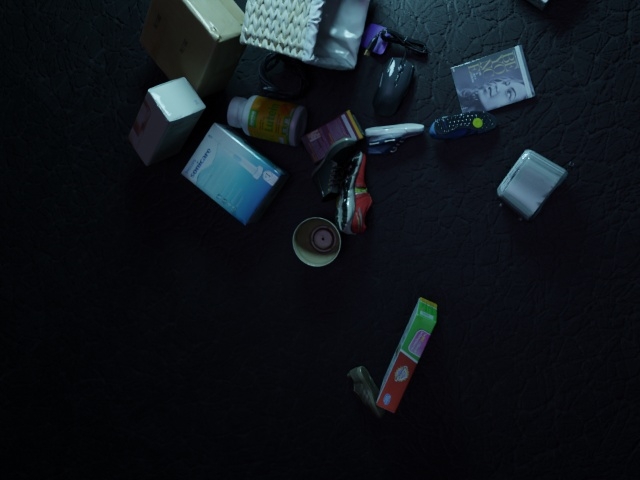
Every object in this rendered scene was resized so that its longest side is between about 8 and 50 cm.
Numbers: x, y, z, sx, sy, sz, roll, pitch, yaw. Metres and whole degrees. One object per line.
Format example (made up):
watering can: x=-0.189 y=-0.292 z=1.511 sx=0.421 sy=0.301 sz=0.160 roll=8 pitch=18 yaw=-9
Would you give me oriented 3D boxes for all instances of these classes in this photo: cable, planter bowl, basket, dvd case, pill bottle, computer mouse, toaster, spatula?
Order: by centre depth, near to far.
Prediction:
basket: x=-0.033 y=-0.708 z=1.748 sx=0.267 sy=0.328 sz=0.331 roll=21 pitch=110 yaw=21
toaster: x=0.641 y=-0.175 z=1.771 sx=0.146 sy=0.129 sz=0.227 roll=36 pitch=104 yaw=10
dvd case: x=0.536 y=-0.493 z=1.818 sx=0.221 sy=0.018 sz=0.164 roll=-15 pitch=92 yaw=15
computer mouse: x=0.212 y=-0.537 z=1.849 sx=0.184 sy=0.060 sz=0.262 roll=25 pitch=101 yaw=-7
spatula: x=0.090 y=-0.699 z=1.899 sx=0.296 sy=0.030 sz=0.084 roll=28 pitch=101 yaw=10
cable: x=-0.119 y=-0.546 z=1.941 sx=0.185 sy=0.047 sz=0.150 roll=12 pitch=115 yaw=23
pill bottle: x=-0.178 y=-0.404 z=1.941 sx=0.246 sy=0.136 sz=0.136 roll=15 pitch=99 yaw=12
planter bowl: x=0.000 y=0.000 z=1.956 sx=0.162 sy=0.109 sz=0.162 roll=2 pitch=96 yaw=14

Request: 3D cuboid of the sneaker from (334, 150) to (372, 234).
sneaker: x=0.119 y=-0.155 z=1.925 sx=0.118 sy=0.107 sz=0.278 roll=12 pitch=82 yaw=-30

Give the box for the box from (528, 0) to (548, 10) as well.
box: x=0.636 y=-0.792 z=1.723 sx=0.170 sy=0.091 sz=0.130 roll=40 pitch=104 yaw=6

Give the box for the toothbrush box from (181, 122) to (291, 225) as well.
toothbrush box: x=-0.288 y=-0.227 z=1.993 sx=0.295 sy=0.126 sz=0.216 roll=38 pitch=104 yaw=7

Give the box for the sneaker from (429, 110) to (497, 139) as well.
sneaker: x=0.446 y=-0.358 z=1.839 sx=0.209 sy=0.082 sz=0.069 roll=-8 pitch=80 yaw=-3

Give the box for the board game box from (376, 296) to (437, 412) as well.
board game box: x=0.279 y=0.357 z=1.860 sx=0.064 sy=0.242 sz=0.316 roll=24 pitch=102 yaw=8

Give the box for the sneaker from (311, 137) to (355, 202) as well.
sneaker: x=0.058 y=-0.223 z=1.873 sx=0.222 sy=0.083 sz=0.118 roll=-49 pitch=50 yaw=44

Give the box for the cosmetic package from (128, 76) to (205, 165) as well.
cosmetic package: x=-0.519 y=-0.391 z=1.946 sx=0.129 sy=0.153 sz=0.296 roll=55 pitch=141 yaw=2

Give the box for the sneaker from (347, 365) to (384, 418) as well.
sneaker: x=0.157 y=0.525 z=2.008 sx=0.071 sy=0.066 sz=0.188 roll=-27 pitch=84 yaw=32

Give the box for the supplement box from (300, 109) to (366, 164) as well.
supplement box: x=0.042 y=-0.337 z=1.924 sx=0.188 sy=0.081 sz=0.104 roll=-27 pitch=90 yaw=15

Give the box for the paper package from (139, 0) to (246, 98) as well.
paper package: x=-0.404 y=-0.664 z=1.875 sx=0.309 sy=0.168 sz=0.325 roll=51 pitch=144 yaw=5

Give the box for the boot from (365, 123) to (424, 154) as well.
boot: x=0.242 y=-0.327 z=1.892 sx=0.190 sy=0.069 sz=0.086 roll=-2 pitch=113 yaw=13
